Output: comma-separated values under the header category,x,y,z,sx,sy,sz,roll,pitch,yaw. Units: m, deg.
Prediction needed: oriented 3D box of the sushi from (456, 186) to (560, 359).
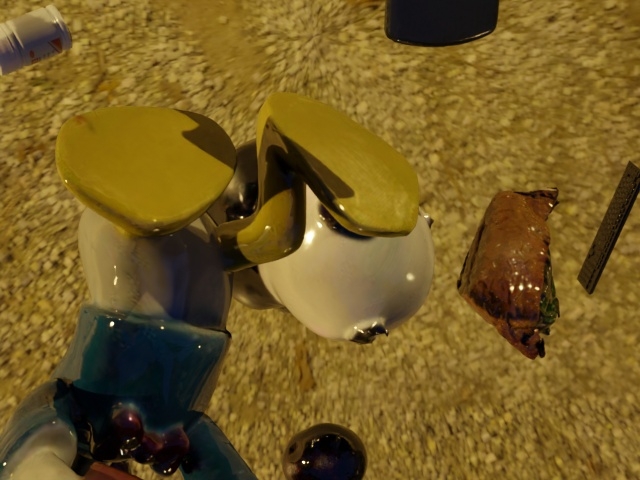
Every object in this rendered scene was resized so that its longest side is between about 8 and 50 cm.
category,x,y,z,sx,sy,sz,roll,pitch,yaw
sushi,0.273,0.047,1.469,0.140,0.287,0.149,22,132,-1

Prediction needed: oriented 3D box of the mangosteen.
category,x,y,z,sx,sy,sz,roll,pitch,yaw
mangosteen,0.007,0.358,1.606,0.137,0.137,0.151,-2,63,0

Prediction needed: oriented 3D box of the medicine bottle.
category,x,y,z,sx,sy,sz,roll,pitch,yaw
medicine bottle,-0.338,-0.231,1.202,0.089,0.057,0.057,-27,101,-20

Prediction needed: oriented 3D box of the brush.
category,x,y,z,sx,sy,sz,roll,pitch,yaw
brush,0.057,-0.180,0.449,0.063,0.016,0.193,-10,115,-29

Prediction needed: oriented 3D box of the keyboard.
category,x,y,z,sx,sy,sz,roll,pitch,yaw
keyboard,0.426,-0.018,1.534,0.010,0.063,0.198,15,109,-13

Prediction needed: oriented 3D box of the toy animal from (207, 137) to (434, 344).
category,x,y,z,sx,sy,sz,roll,pitch,yaw
toy animal,0.000,0.000,1.249,0.251,0.310,0.251,-7,104,-28

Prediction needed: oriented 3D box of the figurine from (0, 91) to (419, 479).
category,x,y,z,sx,sy,sz,roll,pitch,yaw
figurine,-0.096,0.114,0.592,0.204,0.283,0.338,10,140,-29
